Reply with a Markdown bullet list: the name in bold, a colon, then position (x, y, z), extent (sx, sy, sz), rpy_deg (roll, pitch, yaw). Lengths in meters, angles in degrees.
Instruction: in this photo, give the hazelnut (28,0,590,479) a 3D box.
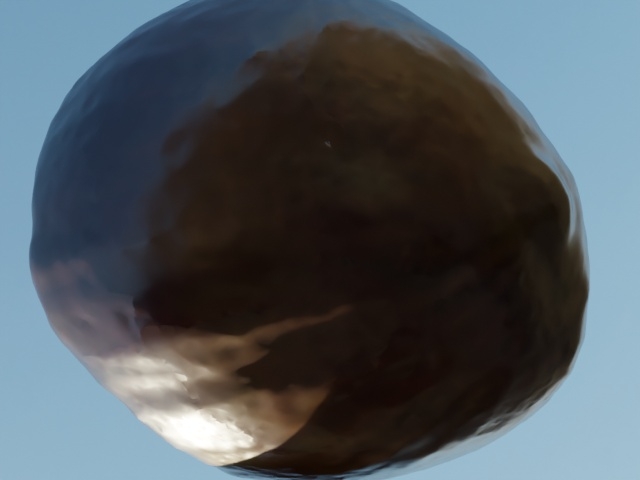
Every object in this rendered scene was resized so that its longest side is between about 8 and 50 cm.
- **hazelnut**: position (0.000, 0.000, 1.035), extent (0.353, 0.421, 0.421), rpy_deg (-65, -32, -51)
